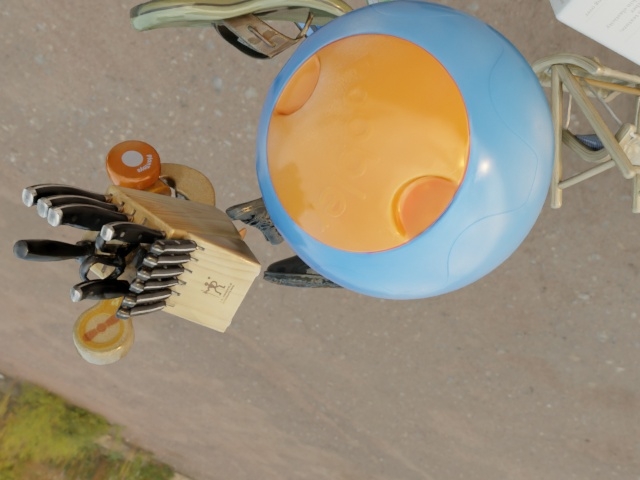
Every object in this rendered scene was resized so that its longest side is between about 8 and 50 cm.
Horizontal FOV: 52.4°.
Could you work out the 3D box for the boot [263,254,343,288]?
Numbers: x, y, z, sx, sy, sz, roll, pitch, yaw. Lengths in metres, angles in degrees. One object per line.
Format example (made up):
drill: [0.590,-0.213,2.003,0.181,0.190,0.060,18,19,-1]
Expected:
boot: [0.000,0.000,1.448,0.246,0.207,0.094,1,167,2]

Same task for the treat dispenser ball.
treat dispenser ball: [0.080,-0.086,0.646,0.288,0.288,0.288,17,150,10]

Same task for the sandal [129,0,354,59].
sandal: [-0.103,-0.290,0.892,0.302,0.086,0.120,-7,-171,-9]

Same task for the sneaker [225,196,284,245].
sneaker: [-0.084,-0.031,1.089,0.051,0.170,0.089,-10,99,37]

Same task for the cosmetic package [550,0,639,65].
cosmetic package: [0.750,-0.620,1.448,0.393,0.327,0.329,21,136,-19]

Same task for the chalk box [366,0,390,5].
chalk box: [0.204,-0.718,1.884,0.132,0.213,0.132,-15,98,20]

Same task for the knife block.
knife block: [-0.196,-0.004,0.692,0.242,0.088,0.276,27,-171,-26]

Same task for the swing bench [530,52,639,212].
swing bench: [0.499,-0.192,1.099,0.253,0.255,0.165,0,163,-32]

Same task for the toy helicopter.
toy helicopter: [-0.255,0.029,0.991,0.235,0.355,0.140,18,146,-2]

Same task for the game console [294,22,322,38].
game console: [-0.031,-0.605,1.857,0.173,0.250,0.293,-38,89,35]
